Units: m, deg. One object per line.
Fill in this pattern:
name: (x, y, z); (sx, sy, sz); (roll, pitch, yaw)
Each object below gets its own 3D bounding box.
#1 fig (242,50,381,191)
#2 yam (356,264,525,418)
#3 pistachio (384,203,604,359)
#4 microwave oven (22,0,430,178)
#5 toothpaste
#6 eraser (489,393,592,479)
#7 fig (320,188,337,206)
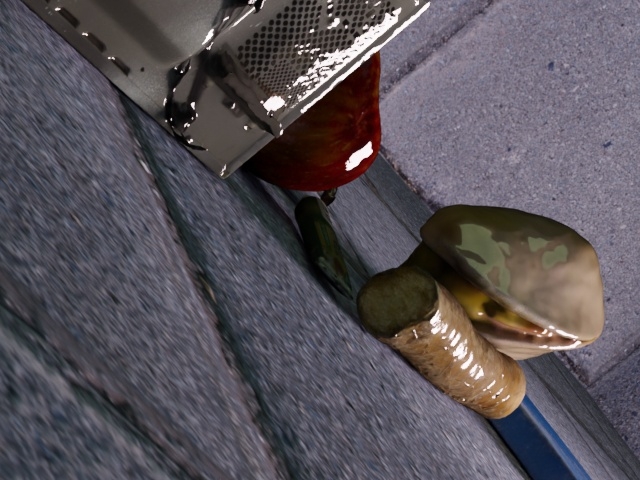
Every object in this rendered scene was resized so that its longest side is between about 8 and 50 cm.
fig: (-0.046, -0.128, 1.718); (0.175, 0.207, 0.175); (173, -90, -81)
yam: (0.127, 0.104, 1.777); (0.081, 0.081, 0.356); (53, 6, 26)
pistachio: (0.191, 0.054, 1.966); (0.288, 0.166, 0.197); (0, 39, -47)
microwave oven: (-0.153, -0.301, 1.429); (0.374, 0.236, 0.432); (56, 8, 37)
toothpaste: (0.000, 0.000, 1.702); (0.049, 0.031, 0.204); (48, 9, -21)
eraser: (0.222, 0.204, 2.046); (0.312, 0.042, 0.144); (54, 7, 33)
fig: (-0.008, -0.107, 1.902); (0.128, 0.128, 0.150); (47, 12, -26)
